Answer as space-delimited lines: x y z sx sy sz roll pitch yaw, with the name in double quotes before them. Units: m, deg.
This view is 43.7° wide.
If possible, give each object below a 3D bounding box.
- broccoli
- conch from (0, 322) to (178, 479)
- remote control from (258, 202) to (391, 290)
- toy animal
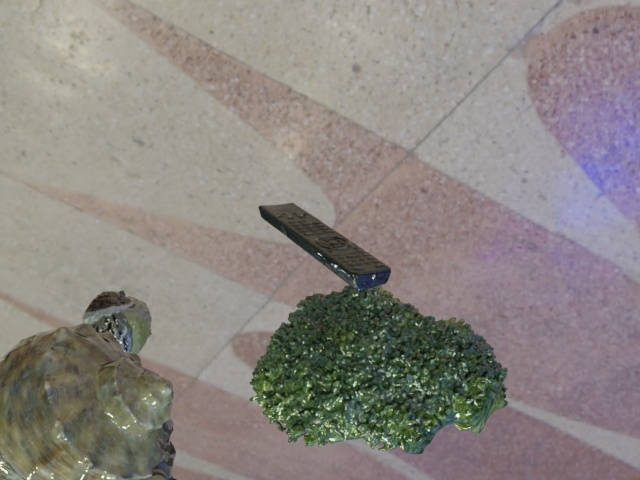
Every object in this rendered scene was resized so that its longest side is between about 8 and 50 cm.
"broccoli" 0.089 0.188 1.198 0.375 0.249 0.302 -7 169 14
"conch" -0.159 0.138 0.501 0.207 0.130 0.155 -32 85 24
"remote control" 0.000 0.000 1.046 0.245 0.063 0.025 36 129 50
"toy animal" -0.300 0.135 1.128 0.098 0.137 0.098 22 157 10
